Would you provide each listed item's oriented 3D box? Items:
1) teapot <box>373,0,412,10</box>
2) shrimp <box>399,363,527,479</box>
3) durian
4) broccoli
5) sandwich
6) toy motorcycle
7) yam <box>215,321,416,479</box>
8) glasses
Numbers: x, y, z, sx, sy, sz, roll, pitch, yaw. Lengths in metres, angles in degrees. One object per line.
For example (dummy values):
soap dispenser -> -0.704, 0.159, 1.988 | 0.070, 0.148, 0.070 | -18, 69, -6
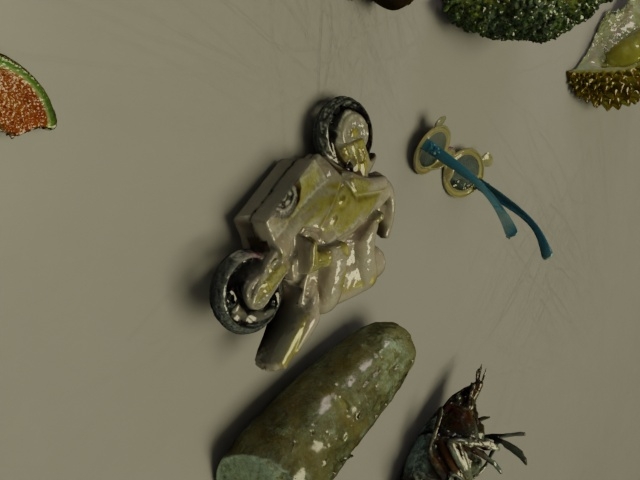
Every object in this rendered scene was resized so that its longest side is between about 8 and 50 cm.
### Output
teapot -> 0.085, -0.337, 0.905 | 0.068, 0.076, 0.121 | 19, 126, -41
shrimp -> 0.201, 0.409, 1.234 | 0.410, 0.166, 0.221 | -51, 169, -4
durian -> 0.603, -0.372, 1.418 | 0.306, 0.167, 0.172 | -58, 166, -8
broccoli -> 0.306, -0.463, 1.037 | 0.252, 0.221, 0.361 | 5, 101, -11
sandwich -> -0.285, -0.128, 0.623 | 0.135, 0.029, 0.067 | 13, 99, -49
toy motorcycle -> 0.000, 0.000, 0.909 | 0.340, 0.108, 0.223 | -57, 130, -27
yam -> 0.012, 0.230, 0.983 | 0.330, 0.133, 0.133 | -41, 129, -31
glasses -> 0.230, -0.057, 1.085 | 0.088, 0.220, 0.190 | -39, 144, 21
